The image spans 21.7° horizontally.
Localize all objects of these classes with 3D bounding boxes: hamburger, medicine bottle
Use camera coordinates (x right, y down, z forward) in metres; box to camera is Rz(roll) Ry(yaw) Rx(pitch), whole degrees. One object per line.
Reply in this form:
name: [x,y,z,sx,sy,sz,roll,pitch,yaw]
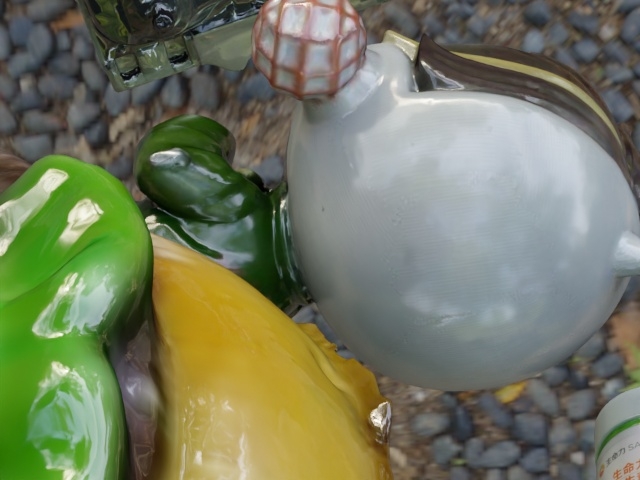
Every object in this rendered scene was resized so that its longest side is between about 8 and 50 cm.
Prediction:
hamburger: [-0.197,0.139,0.592,0.277,0.396,0.395,31,79,-29]
medicine bottle: [0.221,0.183,1.066,0.086,0.086,0.183,14,36,-5]

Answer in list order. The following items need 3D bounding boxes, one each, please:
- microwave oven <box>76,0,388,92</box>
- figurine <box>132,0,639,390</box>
microwave oven: [-0.021,-0.290,1.099,0.355,0.286,0.218,-18,47,-2]
figurine: [0.000,0.000,0.851,0.370,0.281,0.167,-9,49,10]
